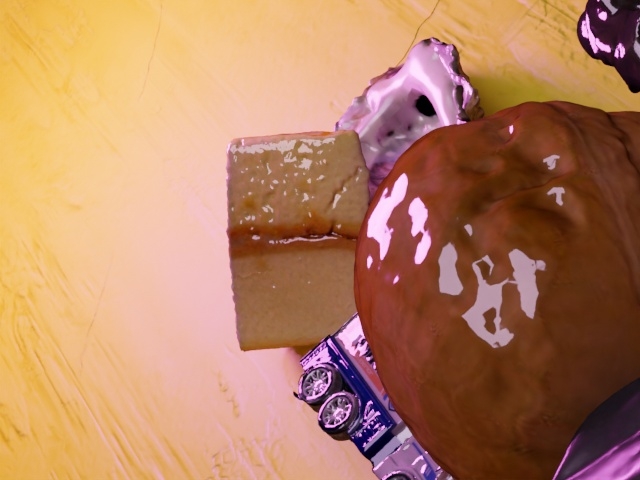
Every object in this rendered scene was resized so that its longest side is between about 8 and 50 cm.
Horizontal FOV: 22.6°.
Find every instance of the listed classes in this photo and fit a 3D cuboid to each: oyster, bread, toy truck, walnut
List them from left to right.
[{"bbox_3d":[0.000,0.000,1.750,0.178,0.135,0.240,-3,95,19],"label":"bread"},{"bbox_3d":[0.106,-0.086,1.759,0.238,0.115,0.351,-37,37,32],"label":"oyster"},{"bbox_3d":[0.100,0.178,1.561,0.155,0.124,0.268,-44,39,4],"label":"toy truck"},{"bbox_3d":[0.208,0.053,1.382,0.397,0.354,0.308,-104,26,-46],"label":"walnut"}]

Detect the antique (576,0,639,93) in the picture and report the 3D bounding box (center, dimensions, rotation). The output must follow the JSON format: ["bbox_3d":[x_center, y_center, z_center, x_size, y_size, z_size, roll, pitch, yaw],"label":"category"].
[{"bbox_3d":[0.399,-0.202,1.461,0.322,0.185,0.255,-22,46,-22],"label":"antique"}]

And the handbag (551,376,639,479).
[{"bbox_3d":[0.339,0.185,1.197,0.275,0.302,0.177,-24,41,38],"label":"handbag"}]
